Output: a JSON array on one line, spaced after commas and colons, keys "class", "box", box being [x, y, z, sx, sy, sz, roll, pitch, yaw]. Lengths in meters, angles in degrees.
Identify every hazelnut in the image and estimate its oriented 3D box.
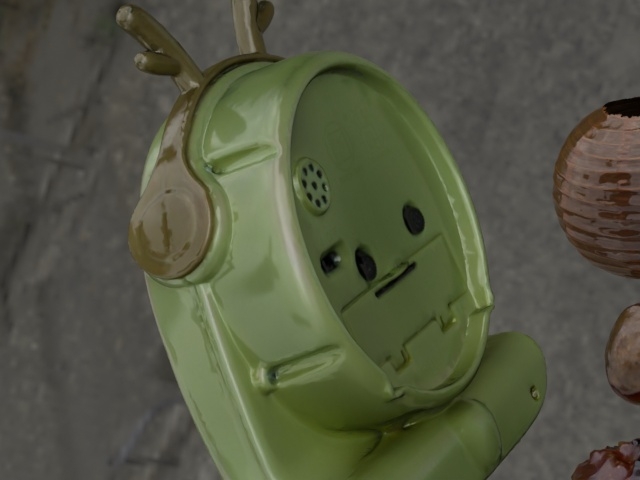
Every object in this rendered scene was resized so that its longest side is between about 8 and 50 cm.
[{"class": "hazelnut", "box": [0.265, 0.088, 1.378, 0.086, 0.086, 0.086, -45, 38, 51]}]

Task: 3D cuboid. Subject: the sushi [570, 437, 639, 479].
[{"class": "sushi", "box": [0.273, 0.323, 1.378, 0.196, 0.182, 0.343, -11, -73, -70]}]

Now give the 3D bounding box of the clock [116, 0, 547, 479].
[{"class": "clock", "box": [0.000, 0.000, 0.930, 0.096, 0.235, 0.308, -20, 98, 33]}]

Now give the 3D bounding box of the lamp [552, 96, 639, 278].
[{"class": "lamp", "box": [0.229, -0.036, 1.216, 0.136, 0.136, 0.136, -45, 38, 51]}]
